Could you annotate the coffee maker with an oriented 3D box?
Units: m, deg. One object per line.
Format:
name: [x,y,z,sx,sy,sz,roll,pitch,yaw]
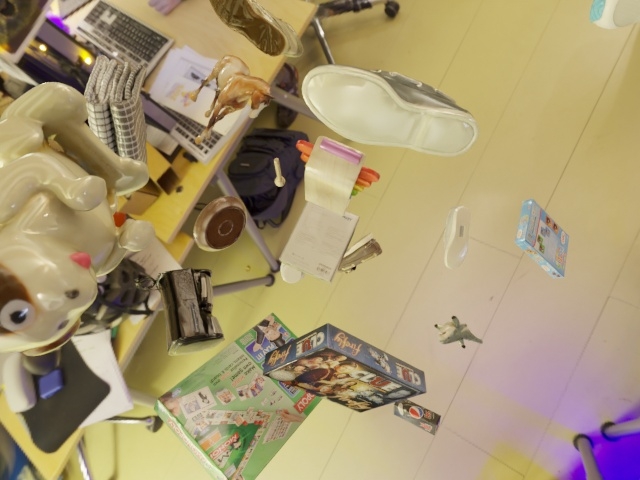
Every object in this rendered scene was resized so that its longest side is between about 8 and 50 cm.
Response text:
coffee maker: [-0.322,0.168,0.949,0.171,0.120,0.178,-12,60,-13]

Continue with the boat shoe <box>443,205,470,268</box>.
boat shoe: [0.389,-0.011,1.203,0.066,0.063,0.184,0,98,-12]

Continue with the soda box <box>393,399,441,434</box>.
soda box: [0.359,0.653,1.538,0.168,0.053,0.060,17,124,30]

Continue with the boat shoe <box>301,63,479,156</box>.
boat shoe: [0.121,-0.235,0.721,0.319,0.116,0.099,13,44,-13]

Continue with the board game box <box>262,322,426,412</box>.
board game box: [0.045,0.234,0.723,0.165,0.243,0.042,-35,36,36]

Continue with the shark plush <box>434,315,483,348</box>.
shark plush: [0.373,0.262,1.114,0.073,0.161,0.067,-31,45,35]

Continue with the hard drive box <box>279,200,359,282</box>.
hard drive box: [0.000,0.000,1.333,0.181,0.089,0.232,24,80,8]

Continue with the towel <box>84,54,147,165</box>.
towel: [-0.531,-0.328,1.112,0.121,0.235,0.284,-3,46,-14]

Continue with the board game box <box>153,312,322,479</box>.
board game box: [-0.126,0.299,0.811,0.213,0.317,0.046,42,127,13]

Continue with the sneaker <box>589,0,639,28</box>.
sneaker: [0.406,-0.284,0.436,0.228,0.087,0.092,-21,53,0]

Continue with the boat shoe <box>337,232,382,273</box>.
boat shoe: [0.124,0.087,1.764,0.324,0.116,0.097,-37,91,35]

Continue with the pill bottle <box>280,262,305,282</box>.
pill bottle: [-0.106,0.108,1.678,0.107,0.180,0.108,1,102,3]

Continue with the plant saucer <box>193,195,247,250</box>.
plant saucer: [-0.480,-0.071,2.038,0.050,0.310,0.311,34,89,32]

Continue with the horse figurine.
horse figurine: [-0.186,-0.297,0.818,0.174,0.066,0.263,-40,42,22]

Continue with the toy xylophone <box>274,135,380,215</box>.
toy xylophone: [0.002,-0.156,1.026,0.236,0.322,0.081,25,79,-5]

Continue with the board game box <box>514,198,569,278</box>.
board game box: [0.693,-0.004,1.277,0.039,0.211,0.160,-22,37,55]

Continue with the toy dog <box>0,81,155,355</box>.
toy dog: [-0.502,-0.015,0.710,0.395,0.285,0.408,-17,55,-4]

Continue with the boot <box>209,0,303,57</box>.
boot: [-0.141,-0.500,0.940,0.213,0.165,0.077,42,116,-2]
